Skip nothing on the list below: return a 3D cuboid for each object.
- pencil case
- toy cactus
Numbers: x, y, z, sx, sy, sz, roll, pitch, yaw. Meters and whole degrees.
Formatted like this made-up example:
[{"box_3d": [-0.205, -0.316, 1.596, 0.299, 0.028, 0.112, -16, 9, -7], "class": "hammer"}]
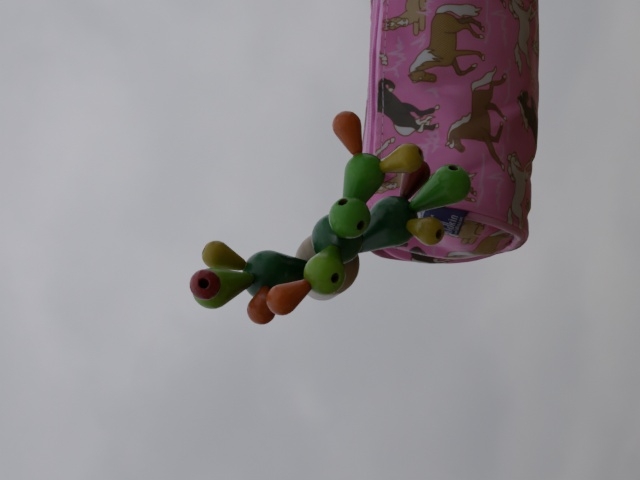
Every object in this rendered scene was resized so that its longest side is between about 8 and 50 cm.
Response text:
[{"box_3d": [0.119, -0.175, 1.343, 0.167, 0.160, 0.386, 27, -117, -58], "class": "pencil case"}, {"box_3d": [0.000, 0.000, 1.050, 0.219, 0.112, 0.180, -34, -11, -14], "class": "toy cactus"}]
